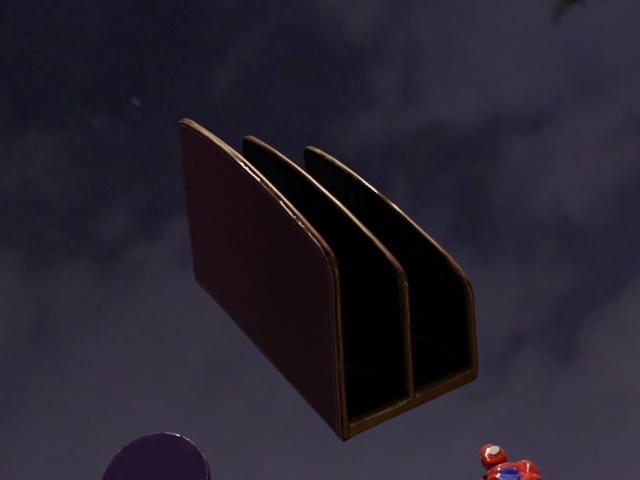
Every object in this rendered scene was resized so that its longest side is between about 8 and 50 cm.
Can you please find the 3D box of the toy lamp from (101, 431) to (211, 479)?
[{"bbox_3d":[-0.071,0.222,0.969,0.080,0.080,0.274,-40,-37,-13],"label":"toy lamp"}]

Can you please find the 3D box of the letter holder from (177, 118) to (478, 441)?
[{"bbox_3d":[0.000,0.000,1.356,0.152,0.302,0.214,-22,-52,-22],"label":"letter holder"}]

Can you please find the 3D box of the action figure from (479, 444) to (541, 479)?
[{"bbox_3d":[0.074,0.114,0.574,0.030,0.115,0.038,37,-72,-10],"label":"action figure"}]
